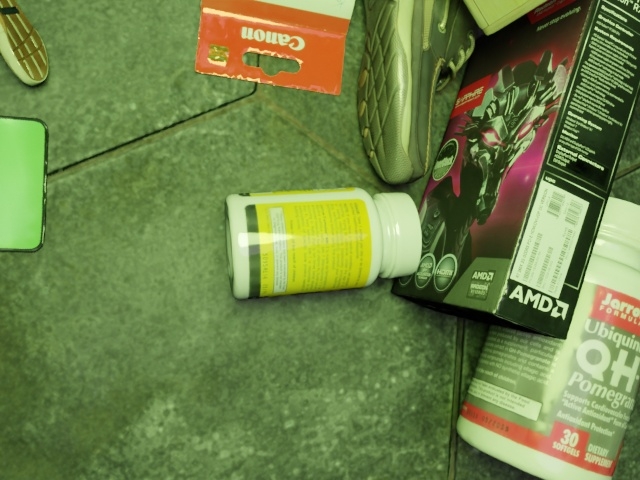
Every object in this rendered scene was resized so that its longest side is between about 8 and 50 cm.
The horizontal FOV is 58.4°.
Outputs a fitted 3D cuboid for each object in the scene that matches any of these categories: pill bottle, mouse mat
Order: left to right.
[{"bbox_3d":[-0.400,-0.065,0.624,0.190,0.007,0.152,2,88,-14],"label":"mouse mat"},{"bbox_3d":[0.000,0.000,0.652,0.209,0.119,0.119,-4,89,-12],"label":"pill bottle"},{"bbox_3d":[0.294,0.113,0.684,0.176,0.176,0.318,22,84,-11],"label":"pill bottle"}]

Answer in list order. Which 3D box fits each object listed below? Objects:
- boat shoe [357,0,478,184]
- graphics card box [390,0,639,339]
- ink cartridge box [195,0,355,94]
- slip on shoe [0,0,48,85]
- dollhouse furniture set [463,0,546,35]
[{"bbox_3d":[0.124,-0.243,0.683,0.130,0.132,0.355,1,88,-14],"label":"boat shoe"},{"bbox_3d":[0.218,-0.089,0.646,0.094,0.233,0.370,20,85,-17],"label":"graphics card box"},{"bbox_3d":[-0.046,-0.309,0.688,0.189,0.066,0.232,6,83,-12],"label":"ink cartridge box"},{"bbox_3d":[-0.347,-0.230,0.626,0.041,0.051,0.135,-21,103,27],"label":"slip on shoe"},{"bbox_3d":[0.269,-0.430,0.566,0.394,0.362,0.256,-39,101,-20],"label":"dollhouse furniture set"}]
